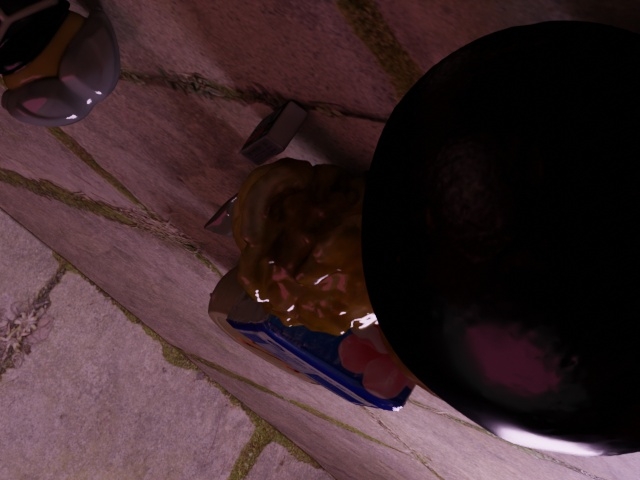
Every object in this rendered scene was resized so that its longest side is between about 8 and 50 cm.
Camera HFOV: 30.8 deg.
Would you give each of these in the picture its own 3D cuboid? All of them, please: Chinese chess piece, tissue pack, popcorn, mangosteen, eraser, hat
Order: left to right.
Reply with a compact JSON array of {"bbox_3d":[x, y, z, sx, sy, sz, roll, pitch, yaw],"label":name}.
[{"bbox_3d":[-0.054,-0.117,1.285,0.029,0.052,0.122,37,164,-12],"label":"eraser"},{"bbox_3d":[-0.057,-0.029,1.576,0.166,0.144,0.173,34,-152,-10],"label":"hat"},{"bbox_3d":[-0.071,0.150,2.043,0.273,0.102,0.273,30,164,10],"label":"Chinese chess piece"},{"bbox_3d":[-0.004,0.001,1.318,0.190,0.191,0.253,55,179,44],"label":"popcorn"},{"bbox_3d":[0.011,0.146,1.824,0.270,0.137,0.209,34,164,-16],"label":"tissue pack"},{"bbox_3d":[0.172,-0.008,0.747,0.297,0.297,0.313,34,161,-5],"label":"mangosteen"}]

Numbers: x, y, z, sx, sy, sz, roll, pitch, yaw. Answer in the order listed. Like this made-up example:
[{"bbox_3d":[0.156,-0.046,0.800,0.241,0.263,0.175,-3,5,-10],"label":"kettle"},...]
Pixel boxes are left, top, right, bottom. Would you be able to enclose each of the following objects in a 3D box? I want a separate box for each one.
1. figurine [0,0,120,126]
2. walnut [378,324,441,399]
[{"bbox_3d":[-0.338,-0.227,1.292,0.236,0.176,0.133,44,-171,-24],"label":"figurine"},{"bbox_3d":[0.167,0.083,1.230,0.226,0.193,0.193,30,168,-32],"label":"walnut"}]
